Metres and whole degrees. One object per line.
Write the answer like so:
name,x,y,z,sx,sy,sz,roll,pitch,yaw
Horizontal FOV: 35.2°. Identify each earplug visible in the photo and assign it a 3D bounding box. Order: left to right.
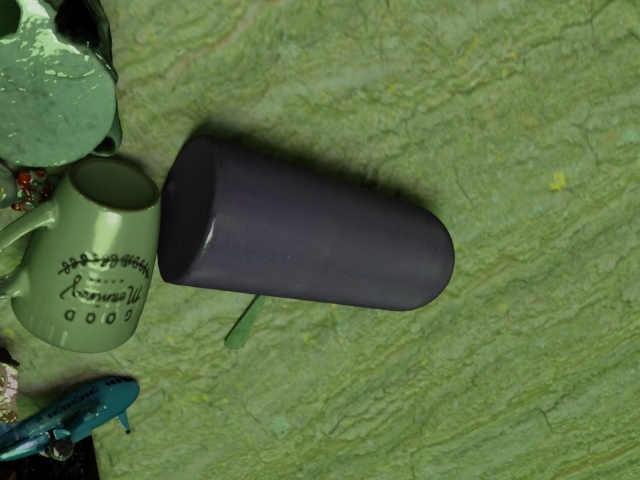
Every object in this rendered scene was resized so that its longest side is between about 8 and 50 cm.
earplug,0.000,0.000,1.496,0.456,0.215,0.215,13,124,-28

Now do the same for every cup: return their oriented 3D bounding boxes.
cup,-0.352,0.014,1.405,0.258,0.186,0.234,-2,130,-35

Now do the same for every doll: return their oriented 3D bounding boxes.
doll,-0.448,-0.074,1.398,0.180,0.079,0.094,5,127,-34

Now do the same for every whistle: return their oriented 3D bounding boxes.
whistle,-0.345,-0.267,1.201,0.188,0.168,0.404,-6,130,-10

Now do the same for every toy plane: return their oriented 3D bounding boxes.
toy plane,-0.417,0.300,1.658,0.271,0.254,0.105,-13,90,-32

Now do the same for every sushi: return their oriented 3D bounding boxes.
sushi,-0.491,0.464,1.725,0.213,0.227,0.215,-2,124,-5

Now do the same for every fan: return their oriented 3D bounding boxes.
fan,-0.107,0.111,1.677,0.038,0.016,0.193,14,124,-28

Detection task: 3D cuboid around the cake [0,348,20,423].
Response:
cake,-0.611,0.214,1.573,0.295,0.113,0.115,10,93,-11
